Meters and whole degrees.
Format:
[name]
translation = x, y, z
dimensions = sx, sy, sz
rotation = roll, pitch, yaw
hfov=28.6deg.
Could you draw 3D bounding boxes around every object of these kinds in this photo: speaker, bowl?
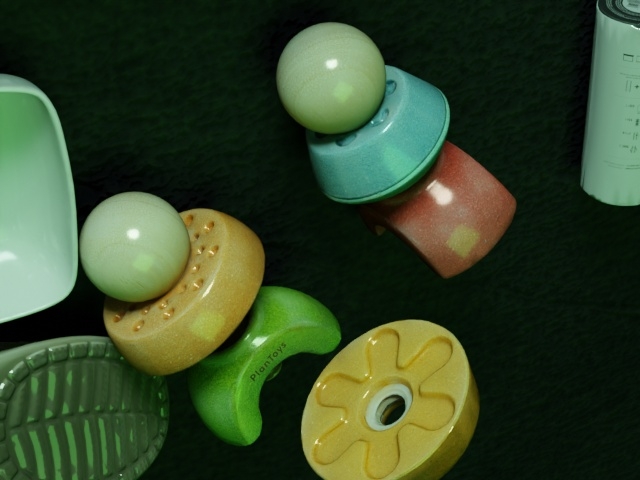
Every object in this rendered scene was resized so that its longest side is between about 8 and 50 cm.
[speaker]
translation = 0.197, -0.090, 0.797
dimensions = 0.055, 0.055, 0.136
rotation = -18, 130, -17
[bowl]
translation = -0.199, -0.021, 0.632
dimensions = 0.142, 0.053, 0.142
rotation = -14, 130, -20

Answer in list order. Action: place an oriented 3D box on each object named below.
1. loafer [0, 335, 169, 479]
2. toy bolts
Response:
[loafer]
translation = -0.201, 0.103, 0.699
dimensions = 0.268, 0.092, 0.102
rotation = -3, 96, -47
[toy bolts]
translation = 0.000, 0.000, 0.675
dimensions = 0.228, 0.218, 0.158
rotation = -51, 128, -11
